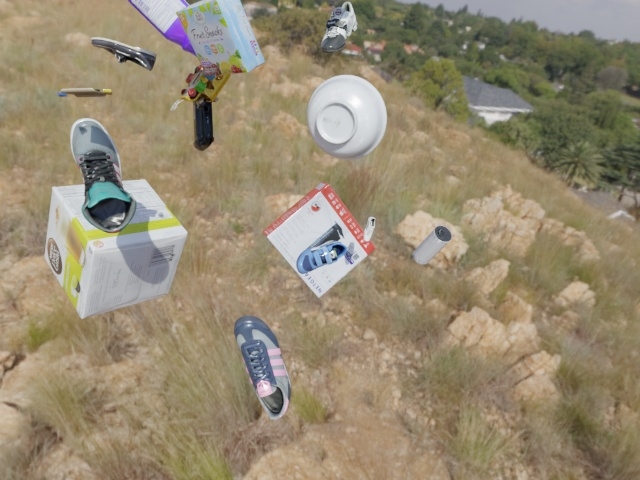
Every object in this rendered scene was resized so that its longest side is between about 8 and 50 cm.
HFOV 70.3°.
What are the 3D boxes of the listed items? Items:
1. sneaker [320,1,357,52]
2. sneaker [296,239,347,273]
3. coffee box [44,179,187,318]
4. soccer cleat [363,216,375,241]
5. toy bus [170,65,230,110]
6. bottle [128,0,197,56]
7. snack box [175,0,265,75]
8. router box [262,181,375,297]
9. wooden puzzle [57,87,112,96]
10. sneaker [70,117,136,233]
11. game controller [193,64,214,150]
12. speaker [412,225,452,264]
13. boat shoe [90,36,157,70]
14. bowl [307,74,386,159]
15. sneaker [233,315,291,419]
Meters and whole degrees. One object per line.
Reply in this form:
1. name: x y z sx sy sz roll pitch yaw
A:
1. sneaker: 0.076 -1.024 2.175 0.123 0.146 0.330 9 53 22
2. sneaker: 0.004 0.037 1.110 0.144 0.053 0.059 -29 19 -31
3. coffee box: -0.746 0.016 1.645 0.338 0.337 0.334 -16 53 -48
4. soccer cleat: 0.161 -0.037 1.485 0.029 0.083 0.036 16 -4 -16
5. toy bus: -0.397 -0.520 1.563 0.104 0.202 0.190 36 40 -35
6. bottle: -0.420 -0.640 1.314 0.283 0.118 0.092 42 14 -21
7. snack box: -0.256 -0.518 1.157 0.207 0.174 0.070 17 51 43
8. router box: 0.000 0.000 1.738 0.301 0.335 0.082 -41 24 -6
9. wooden puzzle: -0.496 -0.313 0.957 0.117 0.014 0.078 -5 11 -12
10. sneaker: -0.536 -0.143 1.114 0.124 0.295 0.178 -18 26 -25
11. game controller: -0.459 -0.512 1.763 0.067 0.318 0.166 -1 -3 -23
12. speaker: 0.313 0.014 1.282 0.055 0.136 0.055 9 56 -14
13. boat shoe: -0.647 -0.610 1.488 0.206 0.064 0.075 12 13 -11
14. bowl: 0.073 -0.416 1.574 0.298 0.297 0.134 16 24 12
15. sneaker: -0.159 0.365 1.293 0.112 0.318 0.131 -20 22 7
